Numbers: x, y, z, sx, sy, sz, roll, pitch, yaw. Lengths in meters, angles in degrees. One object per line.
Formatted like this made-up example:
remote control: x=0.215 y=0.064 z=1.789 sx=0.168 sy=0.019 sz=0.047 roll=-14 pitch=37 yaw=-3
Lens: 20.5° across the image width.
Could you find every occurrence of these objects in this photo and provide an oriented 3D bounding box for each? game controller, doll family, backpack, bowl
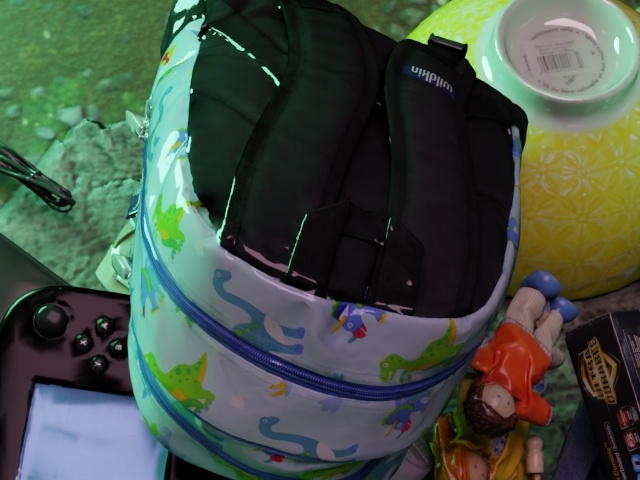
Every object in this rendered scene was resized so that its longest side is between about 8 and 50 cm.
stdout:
game controller: x=-0.161 y=0.191 z=1.208 sx=0.166 sy=0.067 sz=0.319 roll=6 pitch=76 yaw=8
doll family: x=0.168 y=0.164 z=1.278 sx=0.263 sy=0.118 sz=0.163 roll=43 pitch=50 yaw=-12
backpack: x=0.000 y=0.000 z=1.170 sx=0.290 sy=0.273 sz=0.355 roll=22 pitch=17 yaw=-13
bowl: x=0.183 y=-0.113 z=1.417 sx=0.290 sy=0.156 sz=0.289 roll=2 pitch=59 yaw=-3

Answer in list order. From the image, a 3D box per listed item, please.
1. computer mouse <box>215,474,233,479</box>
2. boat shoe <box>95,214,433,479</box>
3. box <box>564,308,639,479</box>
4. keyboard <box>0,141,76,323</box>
computer mouse: x=-0.070 y=0.224 z=1.255 sx=0.262 sy=0.060 sz=0.184 roll=20 pitch=79 yaw=12
boat shoe: x=-0.043 y=0.088 z=1.322 sx=0.302 sy=0.109 sz=0.094 roll=45 pitch=102 yaw=18
box: x=0.276 y=0.154 z=1.252 sx=0.175 sy=0.051 sz=0.220 roll=-3 pitch=70 yaw=-41
keyboard: x=-0.297 y=-0.009 z=1.385 sx=0.317 sy=0.033 sz=0.201 roll=35 pitch=69 yaw=14
